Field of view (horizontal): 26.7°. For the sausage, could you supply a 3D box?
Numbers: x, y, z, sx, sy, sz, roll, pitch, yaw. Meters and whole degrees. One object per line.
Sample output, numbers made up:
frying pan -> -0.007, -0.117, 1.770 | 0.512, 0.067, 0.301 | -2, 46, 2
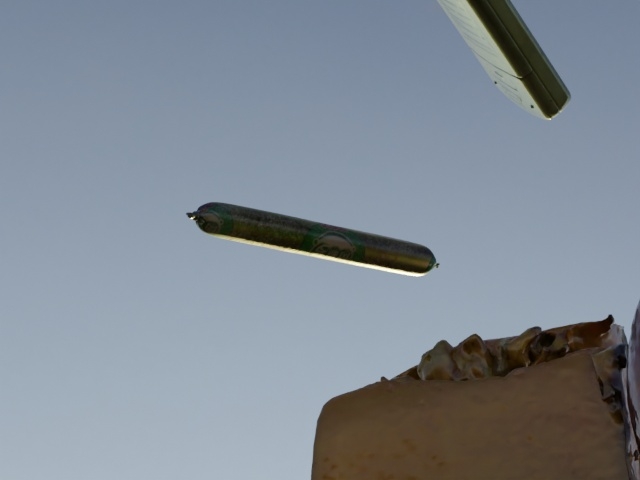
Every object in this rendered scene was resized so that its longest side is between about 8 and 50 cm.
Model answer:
sausage -> 0.000, 0.000, 1.209 | 0.269, 0.033, 0.033 | 12, -32, -31

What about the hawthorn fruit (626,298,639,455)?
hawthorn fruit -> 0.191, 0.071, 0.526 | 0.157, 0.194, 0.157 | 20, -37, 16

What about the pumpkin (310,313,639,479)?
pumpkin -> 0.126, 0.187, 0.889 | 0.225, 0.256, 0.303 | -9, -6, 18

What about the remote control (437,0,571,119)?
remote control -> 0.126, -0.192, 1.093 | 0.038, 0.098, 0.233 | -44, -53, -1
